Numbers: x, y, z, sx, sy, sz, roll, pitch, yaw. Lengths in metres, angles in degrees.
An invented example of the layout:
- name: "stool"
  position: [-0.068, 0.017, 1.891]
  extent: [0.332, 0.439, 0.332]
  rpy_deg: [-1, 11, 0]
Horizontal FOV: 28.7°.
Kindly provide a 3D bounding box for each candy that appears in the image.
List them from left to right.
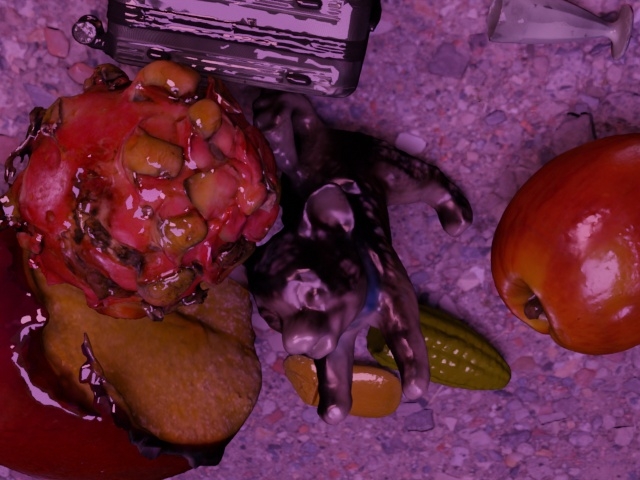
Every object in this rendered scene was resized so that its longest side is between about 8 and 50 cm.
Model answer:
- name: "candy"
  position: [0.162, 0.146, 1.647]
  extent: [0.209, 0.097, 0.097]
  rpy_deg: [23, 120, -17]

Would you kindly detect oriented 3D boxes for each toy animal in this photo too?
- name: "toy animal"
  position: [0.000, 0.000, 1.435]
  extent: [0.194, 0.344, 0.303]
  rpy_deg: [-29, 117, 33]

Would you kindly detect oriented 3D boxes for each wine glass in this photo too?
- name: "wine glass"
  position: [0.268, -0.249, 1.409]
  extent: [0.155, 0.073, 0.073]
  rpy_deg: [8, 122, -7]

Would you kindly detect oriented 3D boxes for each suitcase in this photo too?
- name: "suitcase"
  position: [-0.091, -0.252, 1.342]
  extent: [0.312, 0.202, 0.128]
  rpy_deg: [9, 116, 1]

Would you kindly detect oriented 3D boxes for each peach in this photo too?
- name: "peach"
  position: [-0.270, 0.124, 1.520]
  extent: [0.416, 0.339, 0.353]
  rpy_deg: [15, 148, -5]
- name: "peach"
  position: [0.339, 0.001, 1.465]
  extent: [0.281, 0.238, 0.281]
  rpy_deg: [-29, 141, -26]

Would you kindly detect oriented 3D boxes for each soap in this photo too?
- name: "soap"
  position: [0.028, 0.203, 1.721]
  extent: [0.168, 0.033, 0.089]
  rpy_deg: [8, 119, -1]

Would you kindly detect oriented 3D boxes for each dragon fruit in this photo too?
- name: "dragon fruit"
  position: [-0.175, -0.062, 1.282]
  extent: [0.269, 0.250, 0.291]
  rpy_deg: [37, 147, -22]
